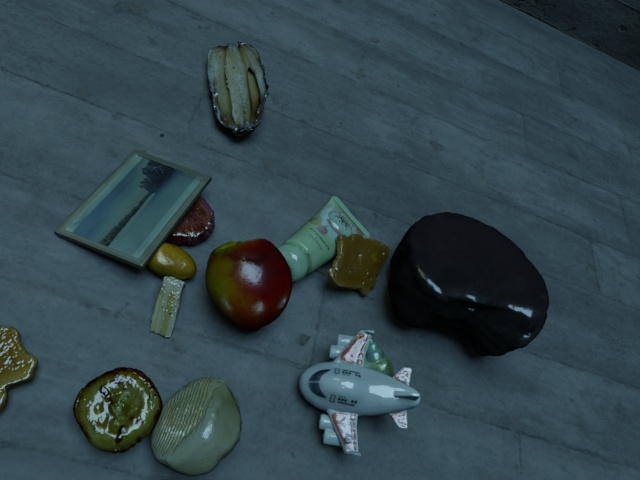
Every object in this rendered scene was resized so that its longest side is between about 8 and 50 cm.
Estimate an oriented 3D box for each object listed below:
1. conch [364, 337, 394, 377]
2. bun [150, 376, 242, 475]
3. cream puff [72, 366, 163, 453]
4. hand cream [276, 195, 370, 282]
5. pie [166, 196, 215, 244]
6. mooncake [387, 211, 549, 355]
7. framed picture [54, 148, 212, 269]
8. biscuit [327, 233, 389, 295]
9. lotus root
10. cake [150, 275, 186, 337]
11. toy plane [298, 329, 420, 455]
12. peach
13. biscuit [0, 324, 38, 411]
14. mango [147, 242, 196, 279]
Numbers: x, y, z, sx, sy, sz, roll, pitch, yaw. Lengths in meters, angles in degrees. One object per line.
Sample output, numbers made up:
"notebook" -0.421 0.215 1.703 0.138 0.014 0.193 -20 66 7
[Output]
"conch" 0.122 0.291 1.143 0.088 0.065 0.180 -6 71 -29
"bun" -0.212 0.342 0.927 0.173 0.167 0.113 -52 125 -27
"cream puff" -0.357 0.303 0.908 0.149 0.084 0.149 5 60 -9
"hand cream" 0.000 0.000 1.269 0.147 0.093 0.306 48 45 4
"pie" -0.315 -0.056 1.181 0.154 0.038 0.153 11 54 -16
"mooncake" 0.354 0.101 1.273 0.381 0.212 0.350 29 48 -1
"framed picture" -0.404 -0.081 1.135 0.213 0.016 0.289 21 52 9
"biscuit" 0.097 0.054 1.273 0.250 0.035 0.162 -20 97 -46
"lotus root" -0.225 -0.413 1.429 0.167 0.078 0.329 -8 63 -2
"cake" -0.316 0.135 1.053 0.052 0.065 0.121 15 62 -12
"toy plane" 0.079 0.310 1.056 0.252 0.118 0.252 -2 67 4
"peach" -0.148 0.095 1.078 0.197 0.197 0.197 11 56 -18
"biscuit" -0.611 0.239 0.867 0.225 0.036 0.166 -34 77 -33
"mango" -0.322 0.046 1.104 0.114 0.057 0.079 27 46 -10
